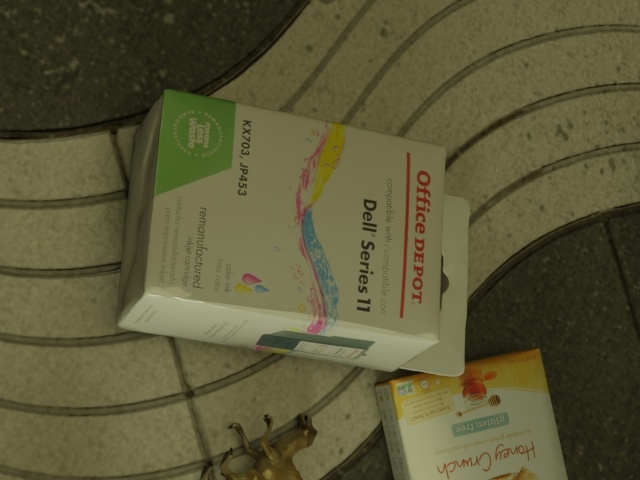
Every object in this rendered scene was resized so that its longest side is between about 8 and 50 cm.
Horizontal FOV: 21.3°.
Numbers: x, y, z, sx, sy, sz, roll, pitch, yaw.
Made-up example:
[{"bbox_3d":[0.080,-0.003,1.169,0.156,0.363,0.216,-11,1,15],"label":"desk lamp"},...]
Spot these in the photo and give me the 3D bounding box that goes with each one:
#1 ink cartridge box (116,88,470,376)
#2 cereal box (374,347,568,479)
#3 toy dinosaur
[{"bbox_3d":[0.000,0.000,1.598,0.353,0.119,0.207,10,68,-18],"label":"ink cartridge box"},{"bbox_3d":[0.161,0.239,1.685,0.173,0.047,0.240,-11,86,-23],"label":"cereal box"},{"bbox_3d":[-0.061,0.232,1.595,0.093,0.053,0.183,33,71,-15],"label":"toy dinosaur"}]
